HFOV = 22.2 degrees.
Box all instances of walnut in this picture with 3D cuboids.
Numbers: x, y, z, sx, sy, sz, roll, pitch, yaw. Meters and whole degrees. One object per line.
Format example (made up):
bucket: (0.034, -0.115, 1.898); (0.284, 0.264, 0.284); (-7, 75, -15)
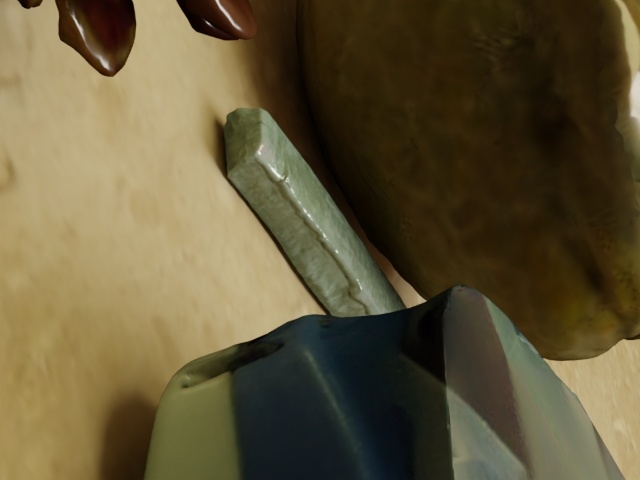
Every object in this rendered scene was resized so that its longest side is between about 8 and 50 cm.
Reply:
walnut: (0.109, -0.076, 0.849); (0.283, 0.227, 0.283); (160, -90, -74)

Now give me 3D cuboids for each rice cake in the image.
rice cake: (0.000, 0.001, 0.783); (0.171, 0.029, 0.033); (55, 32, -42)

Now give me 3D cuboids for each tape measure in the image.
tape measure: (0.037, 0.176, 0.607); (0.259, 0.138, 0.262); (47, 34, -48)

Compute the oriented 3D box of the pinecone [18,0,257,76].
pinecone: (-0.047, -0.175, 0.490); (0.264, 0.264, 0.264); (-15, 90, -69)
